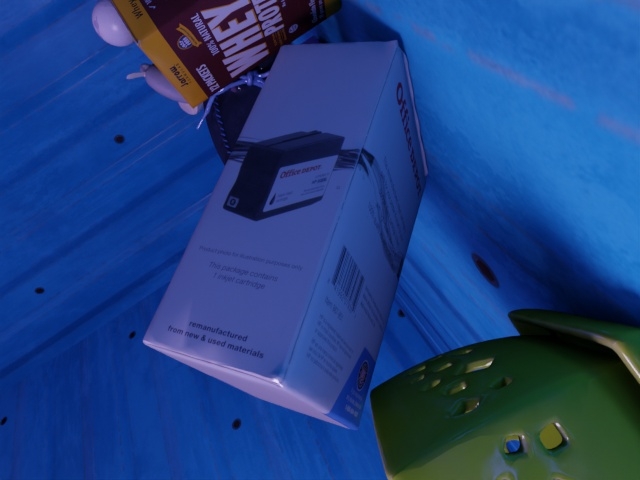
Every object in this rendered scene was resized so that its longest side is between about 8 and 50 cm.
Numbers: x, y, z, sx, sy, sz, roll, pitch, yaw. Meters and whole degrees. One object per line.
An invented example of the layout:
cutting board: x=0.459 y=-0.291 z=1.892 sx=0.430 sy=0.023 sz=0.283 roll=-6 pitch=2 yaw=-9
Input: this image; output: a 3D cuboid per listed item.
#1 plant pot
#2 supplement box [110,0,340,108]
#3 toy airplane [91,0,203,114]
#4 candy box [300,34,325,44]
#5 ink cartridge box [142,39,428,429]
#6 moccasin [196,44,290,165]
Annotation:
plant pot: x=0.187 y=0.186 z=0.387 sx=0.227 sy=0.207 sz=0.228 roll=56 pitch=179 yaw=4
supplement box: x=-0.114 y=-0.279 z=0.462 sx=0.191 sy=0.194 sz=0.129 roll=56 pitch=180 yaw=10
toy airplane: x=-0.286 y=-0.424 z=0.908 sx=0.384 sy=0.272 sz=0.387 roll=25 pitch=137 yaw=56
candy box: x=0.033 y=-0.167 z=0.684 sx=0.165 sy=0.070 sz=0.196 roll=57 pitch=180 yaw=39
ink cartridge box: x=0.000 y=0.000 z=0.468 sx=0.128 sy=0.308 sz=0.223 roll=10 pitch=156 yaw=24
moccasin: x=-0.099 y=-0.220 z=0.572 sx=0.117 sy=0.137 sz=0.343 roll=138 pitch=118 yaw=-79
